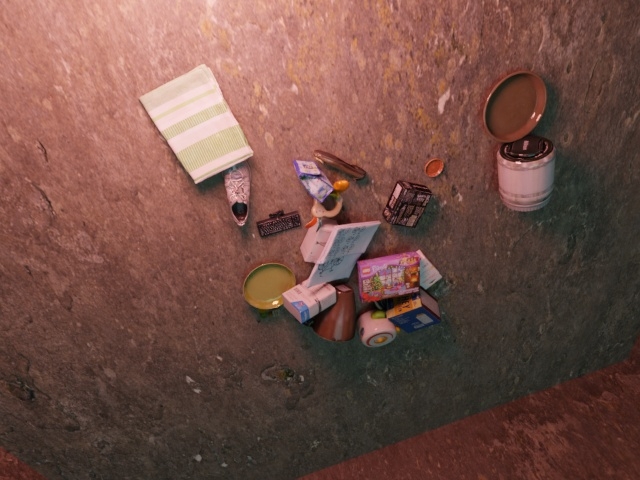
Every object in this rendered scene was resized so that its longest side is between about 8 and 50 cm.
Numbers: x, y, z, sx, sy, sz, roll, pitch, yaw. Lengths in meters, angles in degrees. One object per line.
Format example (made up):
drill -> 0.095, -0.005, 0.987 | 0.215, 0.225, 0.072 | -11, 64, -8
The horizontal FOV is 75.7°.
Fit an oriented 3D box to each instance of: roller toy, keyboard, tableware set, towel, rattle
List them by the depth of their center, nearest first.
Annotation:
towel -> -0.402, -0.377, 1.370 | 0.247, 0.038, 0.325 | -26, 117, 3
rattle -> 0.032, -0.129, 1.615 | 0.200, 0.142, 0.130 | -52, 123, -25
keyboard -> -0.174, -0.076, 1.708 | 0.180, 0.023, 0.108 | -17, 128, -6
tableware set -> -0.250, 0.312, 1.966 | 0.104, 0.024, 0.154 | -9, 127, -9
roller toy -> 0.296, 0.465, 2.149 | 0.191, 0.146, 0.209 | -34, 137, 22

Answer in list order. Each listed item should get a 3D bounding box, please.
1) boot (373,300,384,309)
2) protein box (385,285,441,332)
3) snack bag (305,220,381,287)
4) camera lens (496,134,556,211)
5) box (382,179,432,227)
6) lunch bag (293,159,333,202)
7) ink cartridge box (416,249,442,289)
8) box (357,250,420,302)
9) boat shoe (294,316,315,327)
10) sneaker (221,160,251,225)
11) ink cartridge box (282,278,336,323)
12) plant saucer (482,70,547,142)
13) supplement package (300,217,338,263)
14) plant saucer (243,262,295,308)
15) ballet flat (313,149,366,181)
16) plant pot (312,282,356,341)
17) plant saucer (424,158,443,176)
boot -> 0.322, 0.235, 2.051 | 0.178, 0.085, 0.236 | -32, 129, 3
protein box -> 0.473, 0.352, 2.111 | 0.199, 0.136, 0.201 | -28, 131, 30
snack bag -> 0.098, 0.064, 1.793 | 0.323, 0.037, 0.343 | -9, 134, -49
camera lens -> 0.876, -0.290, 1.755 | 0.219, 0.219, 0.274 | -24, 128, 0
box -> 0.374, -0.156, 1.785 | 0.147, 0.077, 0.180 | 7, 123, -21
lunch bag -> -0.036, -0.239, 1.565 | 0.151, 0.129, 0.096 | 32, 110, -31
ink cartridge box -> 0.509, 0.149, 2.056 | 0.115, 0.067, 0.198 | -39, 125, 13
box -> 0.323, 0.173, 1.940 | 0.293, 0.057, 0.201 | -10, 113, -8
boat shoe -> -0.060, 0.408, 2.076 | 0.152, 0.049, 0.056 | 17, 119, -27
sneaker -> -0.299, -0.185, 1.528 | 0.105, 0.115, 0.281 | -11, 125, -10
ink cartridge box -> -0.049, 0.262, 1.872 | 0.203, 0.148, 0.086 | -27, 133, -27
plant saucer -> 0.770, -0.532, 1.646 | 0.277, 0.041, 0.278 | -6, 120, -10
supplement package -> 0.000, 0.000, 1.764 | 0.105, 0.105, 0.179 | 12, 120, -24
plant saucer -> -0.233, 0.201, 1.863 | 0.240, 0.037, 0.241 | -8, 117, -16
ballet flat -> 0.073, -0.286, 1.601 | 0.249, 0.084, 0.058 | 16, 117, -33
plant pot -> 0.085, 0.332, 1.990 | 0.215, 0.215, 0.231 | 5, 108, -20
plant saucer -> 0.481, -0.310, 1.748 | 0.083, 0.013, 0.084 | -8, 127, -11
